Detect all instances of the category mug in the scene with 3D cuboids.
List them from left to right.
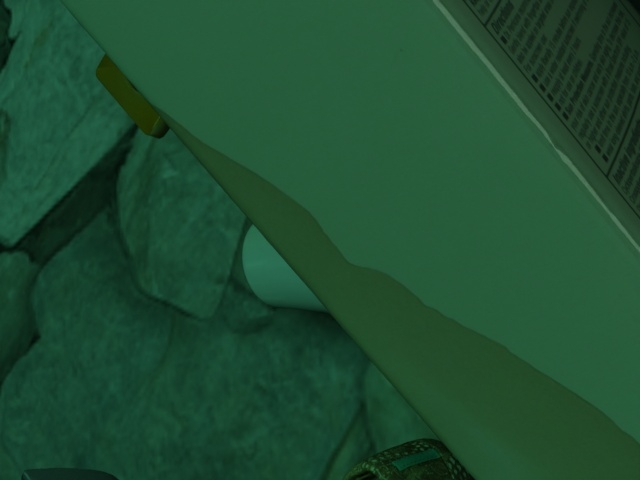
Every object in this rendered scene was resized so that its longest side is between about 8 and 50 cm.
[{"bbox_3d":[0.000,0.004,0.946,0.064,0.078,0.062,-9,109,46],"label":"mug"}]

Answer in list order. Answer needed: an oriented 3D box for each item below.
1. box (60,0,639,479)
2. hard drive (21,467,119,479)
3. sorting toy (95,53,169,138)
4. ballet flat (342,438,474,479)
[{"bbox_3d":[0.050,-0.049,0.744,0.121,0.148,0.311,-33,103,32],"label":"box"},{"bbox_3d":[-0.068,0.238,0.906,0.254,0.054,0.172,53,149,31],"label":"hard drive"},{"bbox_3d":[0.009,-0.195,0.973,0.348,0.047,0.196,-44,53,23],"label":"sorting toy"},{"bbox_3d":[-0.003,0.178,0.902,0.073,0.067,0.206,36,105,36],"label":"ballet flat"}]
